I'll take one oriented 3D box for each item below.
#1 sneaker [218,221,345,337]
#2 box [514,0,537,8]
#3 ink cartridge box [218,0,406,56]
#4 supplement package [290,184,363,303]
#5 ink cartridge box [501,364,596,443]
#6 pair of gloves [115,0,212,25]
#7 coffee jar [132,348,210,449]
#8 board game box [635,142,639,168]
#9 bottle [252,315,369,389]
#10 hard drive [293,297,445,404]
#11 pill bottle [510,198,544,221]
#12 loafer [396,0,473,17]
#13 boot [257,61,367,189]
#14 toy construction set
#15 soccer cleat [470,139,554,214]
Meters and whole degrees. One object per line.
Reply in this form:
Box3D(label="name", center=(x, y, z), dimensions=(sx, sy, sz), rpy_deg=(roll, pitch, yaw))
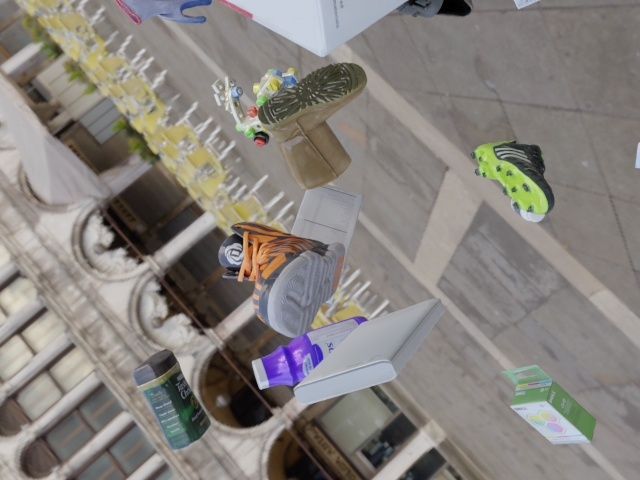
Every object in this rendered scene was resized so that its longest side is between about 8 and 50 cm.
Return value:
Box3D(label="sneaker", center=(-0.083, 0.050, 0.993), dimensions=(0.180, 0.124, 0.321), rpy_deg=(14, -173, 12))
Box3D(label="box", center=(0.428, -0.543, 1.299), dimensions=(0.126, 0.072, 0.137), rpy_deg=(56, 154, -17))
Box3D(label="ink cartridge box", center=(0.041, -0.434, 0.837), dimensions=(0.279, 0.385, 0.160), rpy_deg=(36, 154, 33))
Box3D(label="supplement package", center=(0.000, 0.000, 1.531), dimensions=(0.139, 0.244, 0.134), rpy_deg=(17, 137, 1))
Box3D(label="ink cartridge box", center=(0.508, 0.374, 1.500), dimensions=(0.209, 0.062, 0.109), rpy_deg=(42, 146, -13))
Box3D(label="pair of gloves", center=(-0.243, -0.374, 0.926), dimensions=(0.198, 0.159, 0.023), rpy_deg=(49, 136, 0))
Box3D(label="coffee jar", center=(-0.294, 0.311, 1.310), dimensions=(0.184, 0.079, 0.096), rpy_deg=(63, -164, -6))
Box3D(label="board game box", center=(0.947, -0.176, 1.482), dimensions=(0.318, 0.319, 0.065), rpy_deg=(25, 116, 61))
Box3D(label="bottle", center=(-0.011, 0.262, 1.504), dimensions=(0.092, 0.283, 0.118), rpy_deg=(-139, 36, -68))
Box3D(label="hard drive", center=(0.102, 0.203, 1.260), dimensions=(0.040, 0.203, 0.307), rpy_deg=(65, -151, -3))
Box3D(label="pill bottle", center=(0.606, -0.095, 1.932), dimensions=(0.067, 0.067, 0.120), rpy_deg=(52, -172, -19))
Box3D(label="loafer", center=(0.202, -0.432, 1.166), dimensions=(0.096, 0.267, 0.084), rpy_deg=(-28, 91, 41))
Box3D(label="boot", center=(0.014, -0.231, 1.382), dimensions=(0.269, 0.236, 0.089), rpy_deg=(51, -159, -60))
Box3D(label="toy construction set", center=(-0.169, -0.380, 1.869), dimensions=(0.328, 0.151, 0.215), rpy_deg=(6, 156, 44))
Box3D(label="soccer cleat", center=(0.244, -0.085, 0.799), dimensions=(0.179, 0.072, 0.060), rpy_deg=(-113, 4, -63))
